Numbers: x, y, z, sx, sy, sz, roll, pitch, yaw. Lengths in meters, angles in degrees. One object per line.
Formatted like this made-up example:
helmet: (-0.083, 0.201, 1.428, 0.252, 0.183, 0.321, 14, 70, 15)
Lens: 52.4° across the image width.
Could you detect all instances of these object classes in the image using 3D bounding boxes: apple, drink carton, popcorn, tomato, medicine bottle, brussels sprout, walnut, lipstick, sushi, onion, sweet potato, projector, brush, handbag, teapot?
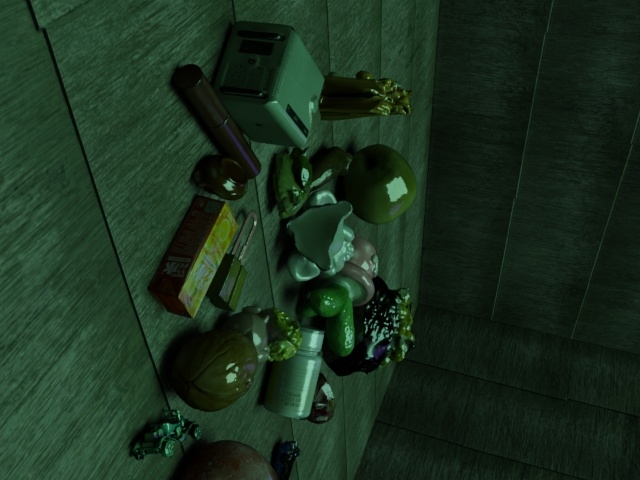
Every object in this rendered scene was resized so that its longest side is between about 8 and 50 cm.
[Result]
apple: (0.199, -0.190, 2.204, 0.262, 0.263, 0.262, 12, 90, -73)
drink carton: (-0.243, 0.030, 1.265, 0.096, 0.071, 0.222, 73, 34, -58)
popcorn: (-0.117, 0.245, 1.679, 0.126, 0.145, 0.125, 92, 12, -51)
tomato: (-0.207, 0.606, 1.500, 0.270, 0.227, 0.270, 10, 90, -70)
medicine bottle: (-0.073, 0.377, 1.900, 0.143, 0.144, 0.257, 23, 81, -72)
brussels sprout: (-0.069, -0.149, 1.655, 0.139, 0.101, 0.180, 80, 5, -85)
walnut: (-0.218, 0.268, 1.356, 0.207, 0.168, 0.167, -12, 113, -69)
lipstick: (-0.192, -0.219, 1.281, 0.356, 0.057, 0.057, 58, 46, -65)
sushi: (0.187, 0.323, 2.270, 0.328, 0.286, 0.328, -49, -153, 44)
onion: (-0.029, 0.546, 2.236, 0.098, 0.151, 0.205, -22, 117, -29)
sweet potato: (0.022, -0.204, 1.906, 0.285, 0.085, 0.112, -53, 154, -53)
projector: (-0.099, -0.310, 1.339, 0.242, 0.164, 0.177, 43, 61, -65)
brush: (-0.191, 0.035, 1.472, 0.103, 0.047, 0.233, 66, 38, -62)
handbag: (0.071, -0.361, 1.627, 0.401, 0.283, 0.132, -21, 118, -67)
teapot: (-0.202, -0.120, 1.303, 0.129, 0.078, 0.098, -4, 64, -62)

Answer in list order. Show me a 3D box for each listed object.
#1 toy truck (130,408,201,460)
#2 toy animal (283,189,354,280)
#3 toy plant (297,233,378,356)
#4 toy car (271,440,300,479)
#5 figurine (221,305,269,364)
toy truck: (-0.308, 0.381, 1.298, 0.154, 0.080, 0.077, -2, 82, -72)
toy animal: (-0.007, 0.008, 1.827, 0.289, 0.174, 0.249, 90, 23, -55)
toy plant: (0.054, 0.140, 2.036, 0.317, 0.211, 0.356, 71, 34, -46)
toy car: (-0.128, 0.753, 2.113, 0.103, 0.063, 0.216, 9, 99, -72)
figurine: (-0.174, 0.227, 1.514, 0.138, 0.125, 0.125, -97, -179, -46)
